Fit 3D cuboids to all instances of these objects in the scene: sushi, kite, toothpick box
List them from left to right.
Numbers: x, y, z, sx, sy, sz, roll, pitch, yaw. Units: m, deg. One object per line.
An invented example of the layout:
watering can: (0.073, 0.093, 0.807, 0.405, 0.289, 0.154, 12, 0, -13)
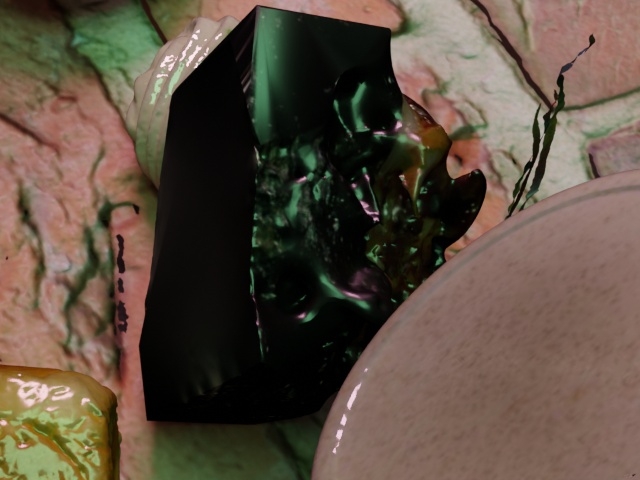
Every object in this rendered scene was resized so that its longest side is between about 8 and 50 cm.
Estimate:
sushi: (0.000, -0.001, 0.949, 0.212, 0.215, 0.227, 7, 71, -26)
kite: (0.121, 0.012, 0.929, 0.015, 0.310, 0.169, 22, 50, 10)
toothpick box: (0.235, 0.204, 0.772, 0.425, 0.409, 0.409, 48, 56, -25)

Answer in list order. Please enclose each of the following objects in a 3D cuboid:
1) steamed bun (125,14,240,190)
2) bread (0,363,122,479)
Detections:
steamed bun: (-0.064, -0.103, 1.078, 0.183, 0.106, 0.183, 6, 59, -10)
bread: (-0.274, 0.153, 0.870, 0.294, 0.132, 0.167, 5, 60, -10)
